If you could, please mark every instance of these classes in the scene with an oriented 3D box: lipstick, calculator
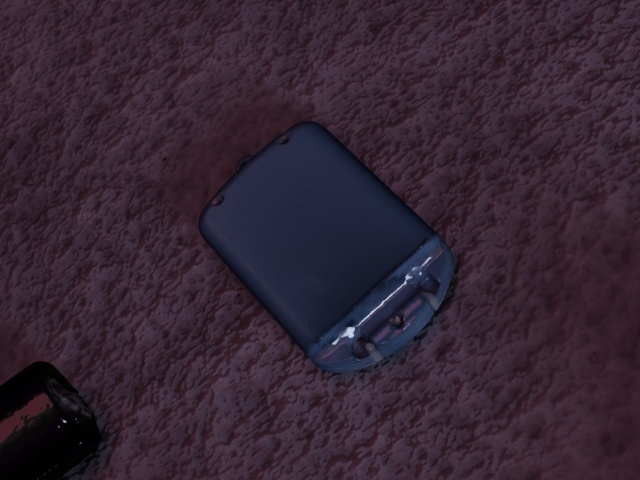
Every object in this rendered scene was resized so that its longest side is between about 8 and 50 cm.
[{"bbox_3d":[-0.285,0.196,1.062,0.300,0.081,0.081,-38,52,0],"label":"lipstick"},{"bbox_3d":[0.000,0.000,1.060,0.121,0.039,0.210,-42,51,-4],"label":"calculator"}]
